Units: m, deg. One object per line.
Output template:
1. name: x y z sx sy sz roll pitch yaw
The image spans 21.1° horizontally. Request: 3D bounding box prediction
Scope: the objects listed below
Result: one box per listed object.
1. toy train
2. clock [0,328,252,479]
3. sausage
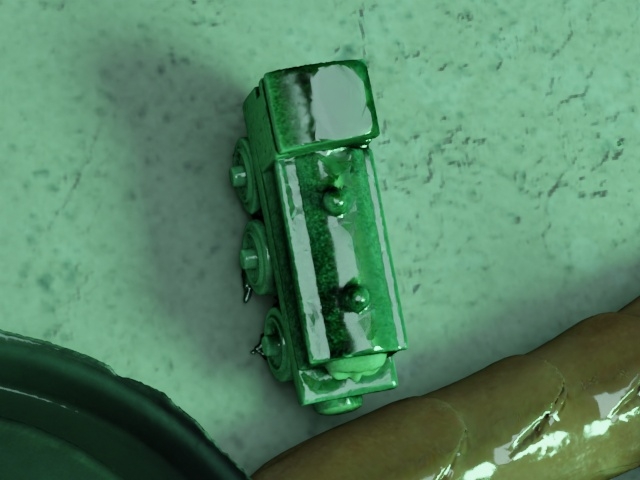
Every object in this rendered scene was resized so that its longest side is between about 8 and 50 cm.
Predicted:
1. toy train: 0.000 0.000 0.853 0.071 0.111 0.170 -8 81 -14
2. clock: -0.160 0.169 0.702 0.325 0.067 0.325 11 41 -10
3. sausage: 0.143 0.082 0.897 0.433 0.088 0.088 -22 86 -20
